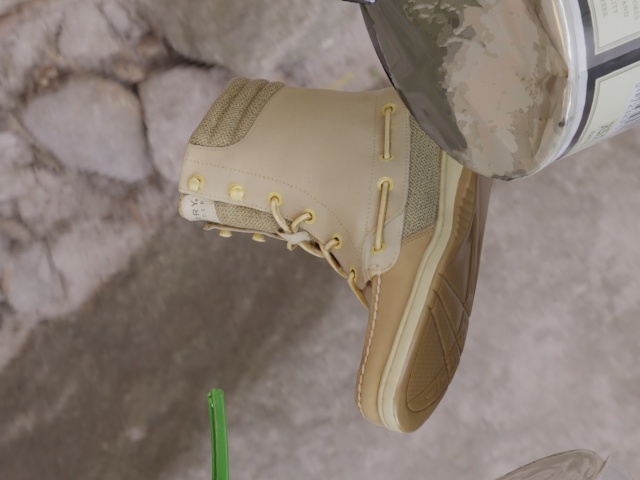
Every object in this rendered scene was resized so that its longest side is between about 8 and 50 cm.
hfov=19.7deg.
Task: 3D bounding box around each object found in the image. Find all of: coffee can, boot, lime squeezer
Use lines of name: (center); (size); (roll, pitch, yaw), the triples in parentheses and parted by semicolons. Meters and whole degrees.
coffee can: (0.182, -0.174, 1.016); (0.275, 0.201, 0.201); (-23, 127, -24)
boot: (0.000, 0.000, 1.221); (0.204, 0.262, 0.095); (4, 151, 16)
lime squeezer: (-0.115, 0.262, 1.403); (0.110, 0.310, 0.059); (26, 149, 11)

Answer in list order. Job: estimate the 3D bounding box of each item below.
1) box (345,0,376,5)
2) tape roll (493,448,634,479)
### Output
box: (-0.035, -0.231, 0.912); (0.142, 0.247, 0.163); (40, 80, -31)
tape roll: (0.032, 0.264, 1.106); (0.392, 0.392, 0.072); (-35, 90, 5)
